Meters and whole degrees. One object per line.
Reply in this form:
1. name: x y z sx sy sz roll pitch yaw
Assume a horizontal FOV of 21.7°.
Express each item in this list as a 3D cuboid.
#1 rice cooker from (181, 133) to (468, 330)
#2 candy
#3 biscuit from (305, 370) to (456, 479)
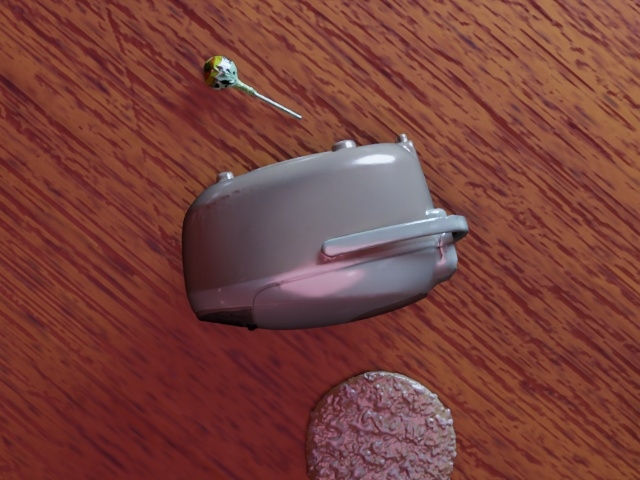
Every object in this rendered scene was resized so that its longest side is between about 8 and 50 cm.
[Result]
1. rice cooker: 0.000 0.000 1.201 0.206 0.145 0.127 -17 85 -2
2. candy: -0.050 -0.113 1.253 0.083 0.023 0.025 25 54 -11
3. biscuit: 0.046 0.158 1.277 0.120 0.015 0.120 0 95 -2
